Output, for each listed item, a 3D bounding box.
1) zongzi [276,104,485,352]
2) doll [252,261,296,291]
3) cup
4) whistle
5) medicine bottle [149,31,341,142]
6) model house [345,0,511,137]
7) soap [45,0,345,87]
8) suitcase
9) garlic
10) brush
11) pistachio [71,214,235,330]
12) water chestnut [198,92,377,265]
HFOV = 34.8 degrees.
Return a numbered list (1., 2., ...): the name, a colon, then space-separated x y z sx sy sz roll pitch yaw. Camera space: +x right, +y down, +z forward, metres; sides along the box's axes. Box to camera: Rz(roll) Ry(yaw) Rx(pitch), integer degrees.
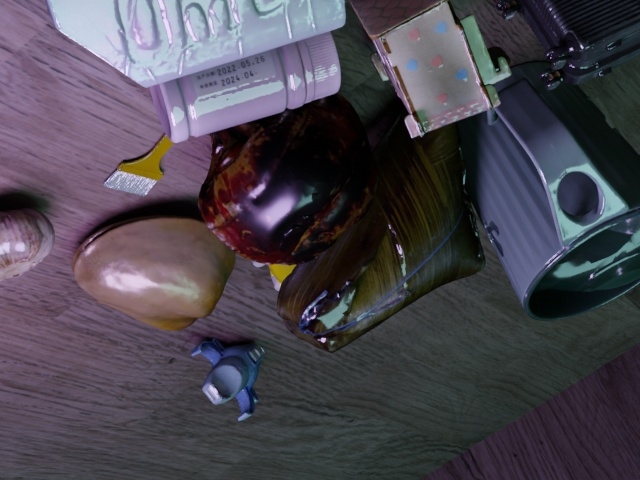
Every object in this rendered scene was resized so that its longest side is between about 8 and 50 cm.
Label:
1. zongzi: 0.085 -0.059 1.691 0.403 0.208 0.432 -30 130 -29
2. doll: 0.000 0.000 1.888 0.252 0.111 0.237 -44 132 10
3. cup: 0.420 -0.111 1.755 0.310 0.392 0.401 -16 149 -18
4. whistle: -0.184 0.277 2.123 0.093 0.180 0.269 -35 180 19
5. medicine bottle: -0.108 -0.230 1.424 0.250 0.133 0.133 -17 149 -13
6. model house: 0.126 -0.310 1.379 0.169 0.326 0.244 -28 113 8
7. soap: -0.156 -0.316 1.230 0.347 0.115 0.208 -19 131 -11
8. suitcase: 0.446 -0.376 1.561 0.312 0.202 0.128 -26 160 -2
9. garlic: -0.479 0.003 1.535 0.159 0.102 0.147 -31 165 31
10. brush: -0.247 -0.142 1.576 0.083 0.011 0.205 14 131 -47
11. pistachio: -0.275 0.041 1.706 0.260 0.163 0.212 19 107 -35
12. water chestnut: -0.055 -0.102 1.564 0.289 0.244 0.289 -24 151 -14
